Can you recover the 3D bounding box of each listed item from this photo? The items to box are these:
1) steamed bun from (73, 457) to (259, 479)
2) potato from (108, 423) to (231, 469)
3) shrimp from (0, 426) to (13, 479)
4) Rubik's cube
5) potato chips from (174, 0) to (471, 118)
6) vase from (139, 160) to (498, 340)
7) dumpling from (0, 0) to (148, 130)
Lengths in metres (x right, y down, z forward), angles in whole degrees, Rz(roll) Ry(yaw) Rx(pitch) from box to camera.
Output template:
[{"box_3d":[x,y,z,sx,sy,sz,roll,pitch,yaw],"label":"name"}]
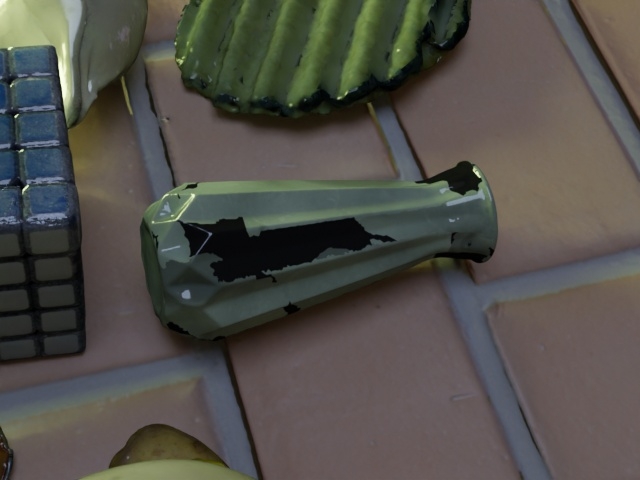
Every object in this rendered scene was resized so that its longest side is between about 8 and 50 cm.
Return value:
[{"box_3d":[-0.144,0.340,0.926,0.374,0.334,0.334,-25,60,-20],"label":"steamed bun"},{"box_3d":[-0.125,0.243,1.137,0.170,0.080,0.107,40,53,19],"label":"potato"},{"box_3d":[-0.385,0.197,1.174,0.195,0.035,0.148,30,60,8],"label":"shrimp"},{"box_3d":[-0.357,-0.029,1.216,0.237,0.238,0.237,-5,53,-10],"label":"Rubik's cube"},{"box_3d":[0.011,-0.302,1.556,0.358,0.070,0.429,12,53,8],"label":"potato chips"},{"box_3d":[0.000,0.000,1.285,0.360,0.165,0.165,-10,56,-16],"label":"vase"},{"box_3d":[-0.333,-0.268,1.449,0.260,0.181,0.341,-3,82,19],"label":"dumpling"}]
